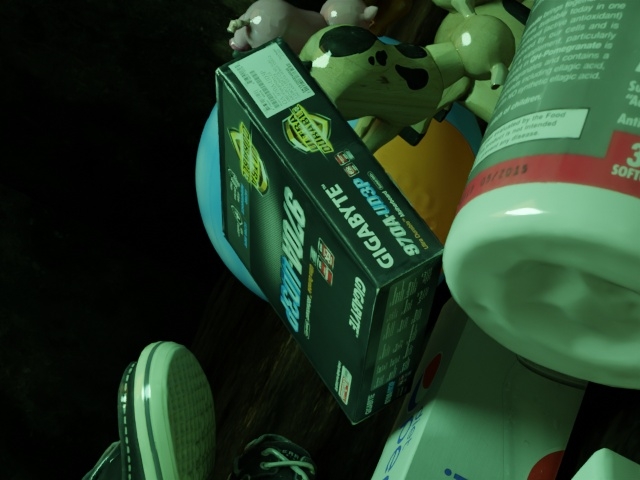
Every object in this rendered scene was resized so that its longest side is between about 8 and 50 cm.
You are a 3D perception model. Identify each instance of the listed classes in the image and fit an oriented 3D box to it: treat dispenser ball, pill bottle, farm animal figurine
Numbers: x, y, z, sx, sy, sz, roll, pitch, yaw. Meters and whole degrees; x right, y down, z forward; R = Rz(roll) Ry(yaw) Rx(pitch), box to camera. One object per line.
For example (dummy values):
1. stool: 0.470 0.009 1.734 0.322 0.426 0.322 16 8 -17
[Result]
1. treat dispenser ball: 0.021 -0.063 1.554 0.288 0.288 0.288 -61 8 15
2. pill bottle: 0.198 -0.088 0.915 0.318 0.176 0.176 -68 9 -27
3. farm animal figurine: 0.108 -0.145 1.188 0.172 0.327 0.330 -51 16 32

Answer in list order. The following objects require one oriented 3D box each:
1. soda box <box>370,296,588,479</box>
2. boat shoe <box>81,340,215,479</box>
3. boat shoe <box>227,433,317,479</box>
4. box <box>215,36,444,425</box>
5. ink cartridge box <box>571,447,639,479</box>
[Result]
1. soda box: 0.093 0.154 1.028 0.286 0.098 0.091 -63 5 -34
2. boat shoe: -0.193 0.299 1.665 0.500 0.156 0.187 95 -177 -46
3. boat shoe: -0.049 0.261 1.650 0.301 0.108 0.102 -116 51 -89
4. box: 0.000 0.000 1.001 0.051 0.175 0.220 -29 -22 -16
5. ink cartridge box: 0.137 0.185 0.518 0.087 0.153 0.208 -58 10 27
